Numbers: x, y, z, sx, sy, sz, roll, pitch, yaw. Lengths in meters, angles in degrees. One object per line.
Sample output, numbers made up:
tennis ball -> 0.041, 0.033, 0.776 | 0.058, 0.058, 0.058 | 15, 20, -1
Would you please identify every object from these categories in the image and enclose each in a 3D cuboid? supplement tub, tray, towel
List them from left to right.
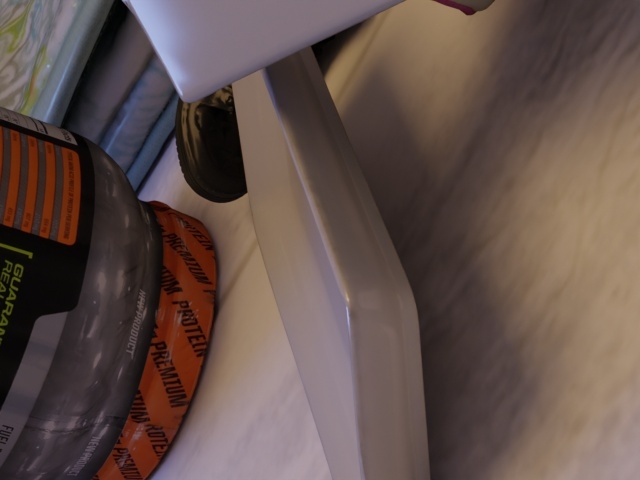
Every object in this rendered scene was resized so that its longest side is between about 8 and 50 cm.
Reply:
supplement tub -> -0.222, 0.013, 0.841 | 0.193, 0.316, 0.193 | -46, 33, 43
towel -> -0.123, -0.190, 1.059 | 0.374, 0.090, 0.320 | -55, 30, 31
tray -> 0.000, 0.000, 0.679 | 0.270, 0.030, 0.145 | -110, 10, -54

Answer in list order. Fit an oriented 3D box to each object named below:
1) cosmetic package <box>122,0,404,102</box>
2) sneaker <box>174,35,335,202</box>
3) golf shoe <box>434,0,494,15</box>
cosmetic package -> 0.025, -0.140, 0.558 | 0.231, 0.117, 0.085 | -18, 14, 44
sneaker -> -0.017, -0.103, 0.819 | 0.089, 0.051, 0.170 | -14, 56, 67
golf shoe -> 0.034, -0.203, 0.720 | 0.140, 0.115, 0.306 | -63, 25, 26
